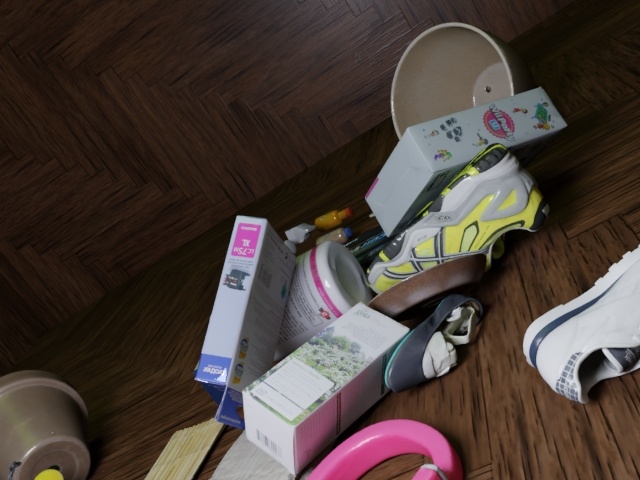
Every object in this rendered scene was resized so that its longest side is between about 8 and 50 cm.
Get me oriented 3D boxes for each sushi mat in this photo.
[{"bbox_3d":[-0.260,0.408,1.149,0.151,0.019,0.316,-25,18,30],"label":"sushi mat"}]

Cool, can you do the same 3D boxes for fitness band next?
[{"bbox_3d":[0.030,0.305,0.758,0.291,0.054,0.209,-42,16,-31],"label":"fitness band"}]

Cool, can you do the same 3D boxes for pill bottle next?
[{"bbox_3d":[-0.059,0.128,1.314,0.283,0.160,0.160,-29,15,24],"label":"pill bottle"}]

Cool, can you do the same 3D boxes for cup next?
[{"bbox_3d":[0.362,-0.327,1.624,0.237,0.331,0.331,-14,-3,-42],"label":"cup"}]

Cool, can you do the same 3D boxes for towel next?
[{"bbox_3d":[-0.063,0.305,0.986,0.187,0.049,0.282,-21,19,40],"label":"towel"}]

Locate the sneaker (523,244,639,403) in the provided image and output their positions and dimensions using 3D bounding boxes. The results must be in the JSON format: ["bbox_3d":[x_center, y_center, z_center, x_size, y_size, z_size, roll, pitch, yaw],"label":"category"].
[{"bbox_3d":[0.336,0.084,0.752,0.235,0.090,0.095,-39,27,0],"label":"sneaker"}]

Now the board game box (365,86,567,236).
[{"bbox_3d":[0.256,-0.141,1.267,0.303,0.097,0.224,-20,-19,-25],"label":"board game box"}]

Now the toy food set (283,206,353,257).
[{"bbox_3d":[0.000,0.000,1.677,0.104,0.111,0.232,-24,2,35],"label":"toy food set"}]

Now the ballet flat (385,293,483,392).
[{"bbox_3d":[0.165,0.138,0.966,0.074,0.074,0.203,-20,15,47],"label":"ballet flat"}]

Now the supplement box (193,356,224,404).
[{"bbox_3d":[-0.192,0.254,1.363,0.056,0.083,0.083,-30,14,14],"label":"supplement box"}]

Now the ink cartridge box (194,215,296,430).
[{"bbox_3d":[-0.116,0.137,1.115,0.065,0.186,0.311,5,71,15],"label":"ink cartridge box"}]

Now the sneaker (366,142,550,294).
[{"bbox_3d":[0.209,0.009,1.161,0.145,0.147,0.385,-45,-2,-40],"label":"sneaker"}]

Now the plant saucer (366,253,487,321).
[{"bbox_3d":[0.167,0.080,1.067,0.198,0.036,0.198,-21,-18,-7],"label":"plant saucer"}]

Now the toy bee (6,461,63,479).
[{"bbox_3d":[-0.476,0.489,1.191,0.298,0.162,0.195,-35,38,61],"label":"toy bee"}]

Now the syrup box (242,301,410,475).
[{"bbox_3d":[0.014,0.190,0.945,0.093,0.096,0.237,27,43,34],"label":"syrup box"}]

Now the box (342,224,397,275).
[{"bbox_3d":[0.098,0.035,1.481,0.220,0.051,0.175,-28,16,26],"label":"box"}]

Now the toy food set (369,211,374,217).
[{"bbox_3d":[0.207,-0.159,1.825,0.218,0.071,0.128,-44,17,-32],"label":"toy food set"}]

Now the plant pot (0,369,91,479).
[{"bbox_3d":[-0.582,0.428,1.448,0.263,0.263,0.229,-41,34,-22],"label":"plant pot"}]
